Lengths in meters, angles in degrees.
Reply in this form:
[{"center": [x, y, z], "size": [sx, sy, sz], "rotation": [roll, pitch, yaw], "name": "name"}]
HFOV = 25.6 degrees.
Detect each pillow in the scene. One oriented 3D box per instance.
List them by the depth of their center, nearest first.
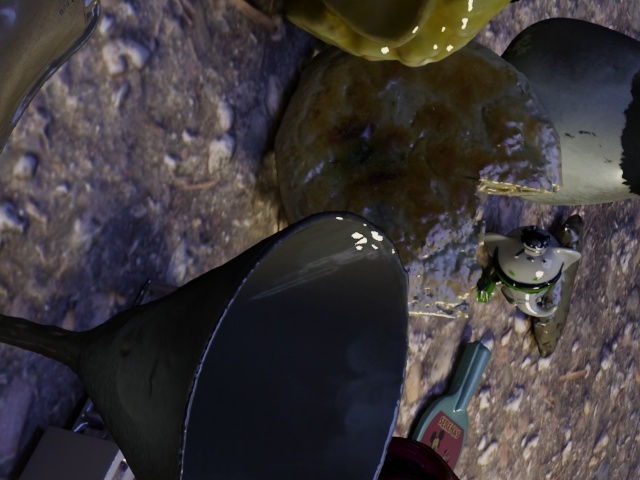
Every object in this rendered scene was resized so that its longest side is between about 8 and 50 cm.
[{"center": [-0.253, -0.155, 1.130], "size": [0.217, 0.033, 0.130], "rotation": [-59, 143, -29], "name": "pillow"}, {"center": [0.377, 0.073, 2.259], "size": [0.093, 0.051, 0.241], "rotation": [9, 95, -60], "name": "pillow"}]

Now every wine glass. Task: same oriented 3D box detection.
[{"center": [-0.174, 0.077, 0.980], "size": [0.267, 0.406, 0.267], "rotation": [-30, 125, -54], "name": "wine glass"}, {"center": [0.250, -0.156, 1.696], "size": [0.238, 0.323, 0.238], "rotation": [-28, 125, -50], "name": "wine glass"}]

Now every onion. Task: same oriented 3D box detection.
[{"center": [0.130, 0.331, 1.778], "size": [0.140, 0.218, 0.195], "rotation": [-78, 159, -65], "name": "onion"}]

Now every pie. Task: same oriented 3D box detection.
[{"center": [0.096, -0.083, 1.523], "size": [0.075, 0.338, 0.337], "rotation": [128, -16, -74], "name": "pie"}]

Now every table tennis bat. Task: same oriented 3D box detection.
[{"center": [0.183, 0.257, 2.019], "size": [0.244, 0.040, 0.153], "rotation": [-64, 147, -14], "name": "table tennis bat"}]

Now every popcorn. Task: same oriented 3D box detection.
[{"center": [0.098, -0.344, 1.409], "size": [0.293, 0.292, 0.334], "rotation": [-32, 132, -57], "name": "popcorn"}]

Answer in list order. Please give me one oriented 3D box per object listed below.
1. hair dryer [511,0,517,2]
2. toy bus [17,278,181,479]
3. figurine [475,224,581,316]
[{"center": [0.172, -0.406, 1.559], "size": [0.156, 0.284, 0.320], "rotation": [-4, 106, -13], "name": "hair dryer"}, {"center": [-0.172, 0.178, 1.320], "size": [0.301, 0.113, 0.139], "rotation": [-64, 147, -27], "name": "toy bus"}, {"center": [0.302, 0.040, 2.054], "size": [0.192, 0.147, 0.126], "rotation": [85, 10, -61], "name": "figurine"}]
